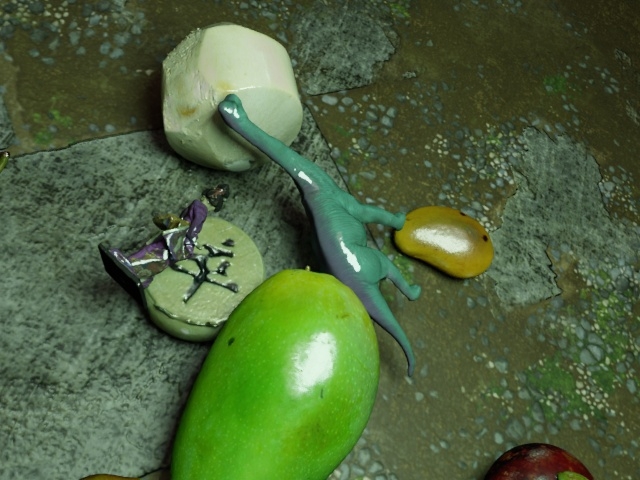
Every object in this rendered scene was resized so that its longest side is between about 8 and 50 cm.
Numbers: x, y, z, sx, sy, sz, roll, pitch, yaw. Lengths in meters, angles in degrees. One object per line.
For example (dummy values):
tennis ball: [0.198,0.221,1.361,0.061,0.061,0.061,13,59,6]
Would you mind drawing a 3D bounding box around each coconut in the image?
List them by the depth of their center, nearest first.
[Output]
coconut: [-0.140,-0.214,0.988,0.241,0.241,0.241,9,61,-16]

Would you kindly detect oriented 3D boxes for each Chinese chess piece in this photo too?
Chinese chess piece: [-0.173,0.054,0.919,0.188,0.083,0.189,6,62,-12]

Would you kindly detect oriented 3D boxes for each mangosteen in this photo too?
mangosteen: [0.320,0.373,0.867,0.199,0.200,0.200,9,61,-16]

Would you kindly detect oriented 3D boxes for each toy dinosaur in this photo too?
toy dinosaur: [0.000,0.000,0.893,0.330,0.129,0.384,18,50,-50]

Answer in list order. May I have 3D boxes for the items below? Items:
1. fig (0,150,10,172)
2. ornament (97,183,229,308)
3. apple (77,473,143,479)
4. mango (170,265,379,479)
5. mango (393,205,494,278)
fig: [-0.517,-0.065,0.860,0.124,0.124,0.236,37,33,1]
ornament: [-0.196,-0.003,0.856,0.088,0.081,0.203,40,56,9]
apple: [-0.232,0.341,0.710,0.163,0.146,0.147,-5,61,-20]
mango: [-0.054,0.217,0.805,0.225,0.201,0.382,27,69,-7]
mango: [0.218,-0.002,1.094,0.178,0.090,0.115,24,65,3]
